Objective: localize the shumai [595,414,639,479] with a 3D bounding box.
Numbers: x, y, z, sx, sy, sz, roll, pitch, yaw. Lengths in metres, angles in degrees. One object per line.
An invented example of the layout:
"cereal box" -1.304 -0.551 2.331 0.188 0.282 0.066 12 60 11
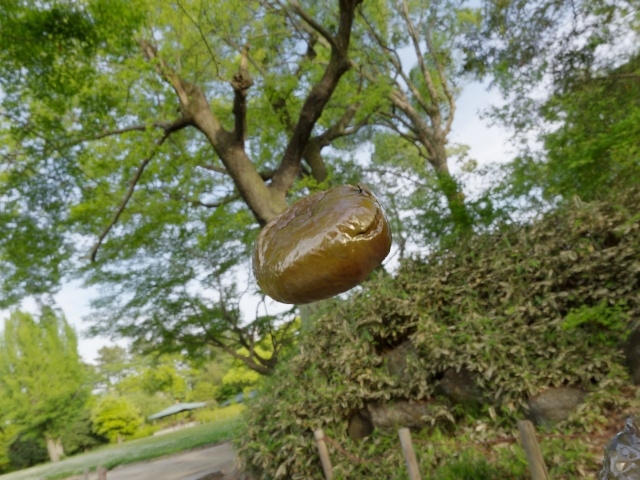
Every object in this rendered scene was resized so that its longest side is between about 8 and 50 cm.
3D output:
"shumai" 0.498 0.449 0.707 0.346 0.217 0.283 -3 -59 -48

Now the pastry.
"pastry" 0.000 0.000 1.026 0.356 0.163 0.356 -22 24 10
